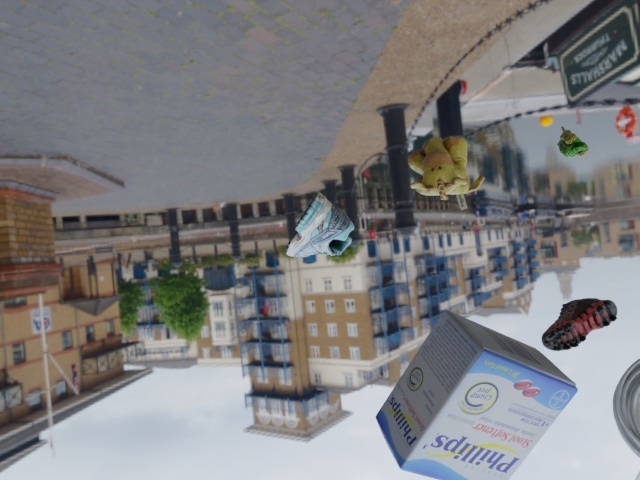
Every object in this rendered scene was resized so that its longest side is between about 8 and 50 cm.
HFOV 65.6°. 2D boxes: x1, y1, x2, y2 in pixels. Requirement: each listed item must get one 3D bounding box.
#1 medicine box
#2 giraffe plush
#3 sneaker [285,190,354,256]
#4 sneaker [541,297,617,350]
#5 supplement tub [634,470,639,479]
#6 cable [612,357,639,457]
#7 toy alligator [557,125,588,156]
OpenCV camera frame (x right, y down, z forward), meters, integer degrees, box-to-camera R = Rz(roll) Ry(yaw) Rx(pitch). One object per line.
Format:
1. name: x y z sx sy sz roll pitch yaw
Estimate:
1. medicine box: 0.306 0.329 1.001 0.263 0.289 0.149 24 -166 -22
2. giraffe plush: 0.309 -0.170 1.282 0.181 0.210 0.170 -36 170 27
3. sneaker: 0.000 0.000 1.131 0.122 0.110 0.283 32 162 1
4. sneaker: 0.844 0.275 1.667 0.276 0.098 0.135 -29 -164 -8
5. supplement tub: 0.904 0.625 1.108 0.331 0.241 0.241 30 -161 32
6. cable: 0.744 0.353 1.009 0.257 0.257 0.089 7 173 36
7. toy alligator: 0.633 -0.249 1.277 0.051 0.056 0.190 -44 -168 23
